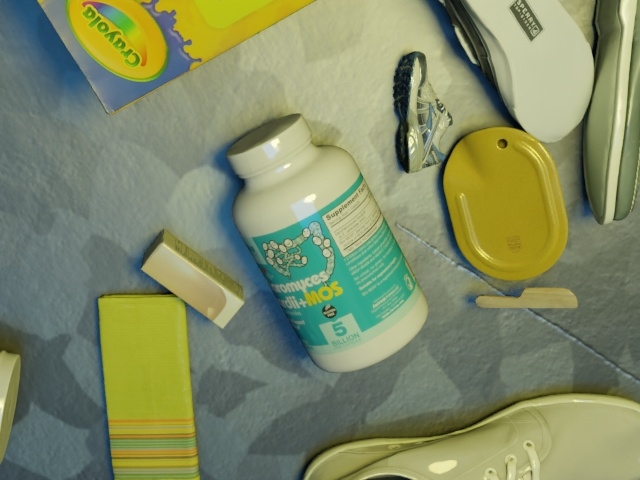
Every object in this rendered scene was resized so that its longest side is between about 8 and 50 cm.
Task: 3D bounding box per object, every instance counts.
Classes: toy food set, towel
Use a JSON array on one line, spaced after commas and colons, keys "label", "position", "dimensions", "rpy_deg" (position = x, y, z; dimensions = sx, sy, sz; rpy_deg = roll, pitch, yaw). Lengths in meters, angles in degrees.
[{"label": "toy food set", "position": [0.218, -0.030, 1.189], "dimensions": [0.128, 0.071, 0.218], "rpy_deg": [-8, 106, 21]}, {"label": "towel", "position": [-0.197, 0.175, 1.208], "dimensions": [0.102, 0.021, 0.237], "rpy_deg": [-1, 106, 3]}]

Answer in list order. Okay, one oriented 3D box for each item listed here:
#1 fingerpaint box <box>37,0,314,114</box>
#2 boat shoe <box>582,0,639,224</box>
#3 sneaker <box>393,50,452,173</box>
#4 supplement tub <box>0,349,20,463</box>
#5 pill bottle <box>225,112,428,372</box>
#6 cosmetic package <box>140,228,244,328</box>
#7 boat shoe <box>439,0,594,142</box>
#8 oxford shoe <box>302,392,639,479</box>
[{"label": "fingerpaint box", "position": [-0.151, -0.402, 0.927], "dimensions": [0.371, 0.163, 0.445], "rpy_deg": [-30, 123, -1]}, {"label": "boat shoe", "position": [0.351, -0.172, 1.135], "dimensions": [0.099, 0.116, 0.320], "rpy_deg": [2, 100, -3]}, {"label": "sneaker", "position": [0.115, -0.143, 1.153], "dimensions": [0.058, 0.052, 0.135], "rpy_deg": [-9, 114, -15]}, {"label": "supplement tub", "position": [-0.435, 0.168, 1.120], "dimensions": [0.199, 0.144, 0.144], "rpy_deg": [9, 104, -10]}, {"label": "pill bottle", "position": [0.000, 0.000, 1.125], "dimensions": [0.146, 0.146, 0.264], "rpy_deg": [-28, 106, 2]}, {"label": "cosmetic package", "position": [-0.142, 0.042, 1.164], "dimensions": [0.115, 0.060, 0.041], "rpy_deg": [38, 98, -13]}, {"label": "boat shoe", "position": [0.193, -0.224, 1.101], "dimensions": [0.108, 0.102, 0.301], "rpy_deg": [-44, 132, 1]}, {"label": "oxford shoe", "position": [0.202, 0.291, 1.241], "dimensions": [0.449, 0.130, 0.169], "rpy_deg": [-9, 105, -6]}]
